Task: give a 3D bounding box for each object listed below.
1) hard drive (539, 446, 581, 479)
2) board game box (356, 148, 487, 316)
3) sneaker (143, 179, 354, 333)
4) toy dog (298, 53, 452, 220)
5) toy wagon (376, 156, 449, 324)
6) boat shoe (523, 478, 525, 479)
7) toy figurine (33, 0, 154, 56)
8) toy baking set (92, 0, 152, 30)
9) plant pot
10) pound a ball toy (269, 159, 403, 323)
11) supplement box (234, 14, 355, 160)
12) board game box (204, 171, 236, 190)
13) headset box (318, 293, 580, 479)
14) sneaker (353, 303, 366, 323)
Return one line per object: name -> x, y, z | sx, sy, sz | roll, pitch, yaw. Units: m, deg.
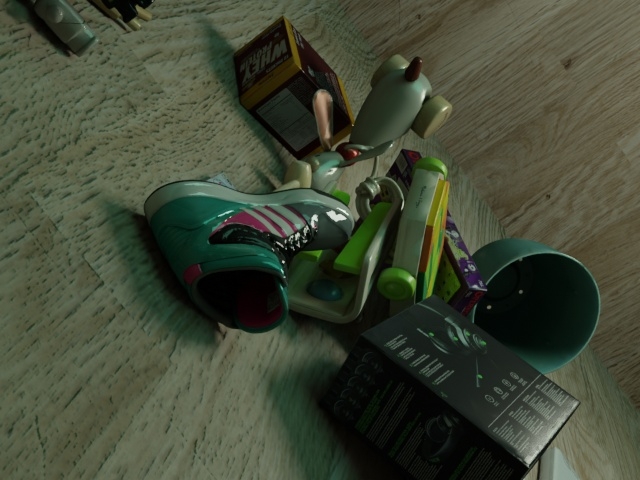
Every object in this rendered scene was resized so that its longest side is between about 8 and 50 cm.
hard drive -> 0.509, 0.573, 1.797 | 0.233, 0.047, 0.353 | 56, 17, 1
board game box -> 0.175, 0.023, 1.676 | 0.056, 0.208, 0.347 | 9, 44, -31
sneaker -> -0.059, 0.025, 1.119 | 0.295, 0.124, 0.178 | 2, 53, -36
toy dog -> 0.095, -0.213, 1.621 | 0.220, 0.333, 0.161 | 24, -22, 12
toy wagon -> 0.153, 0.044, 1.477 | 0.344, 0.068, 0.267 | 87, 19, -47
boat shoe -> 0.247, 0.372, 1.398 | 0.228, 0.080, 0.076 | 41, 28, -35
toy figurine -> -0.276, -0.359, 1.163 | 0.148, 0.209, 0.213 | 50, 50, -21
toy baking set -> -0.360, -0.427, 1.391 | 0.256, 0.030, 0.196 | 36, 23, -46
plant pot -> 0.443, 0.127, 2.062 | 0.293, 0.293, 0.235 | 49, 4, -20
pound a ball toy -> 0.000, 0.000, 1.414 | 0.208, 0.135, 0.319 | 15, 24, 8
supplement box -> -0.051, -0.290, 1.761 | 0.194, 0.129, 0.191 | 43, 22, -35
board game box -> -0.134, -0.050, 1.304 | 0.090, 0.020, 0.090 | 55, 17, -3
headset box -> 0.172, 0.215, 1.236 | 0.283, 0.131, 0.246 | 37, 25, 18
sneaker -> 0.064, 0.110, 1.504 | 0.037, 0.032, 0.083 | 44, 21, -30
